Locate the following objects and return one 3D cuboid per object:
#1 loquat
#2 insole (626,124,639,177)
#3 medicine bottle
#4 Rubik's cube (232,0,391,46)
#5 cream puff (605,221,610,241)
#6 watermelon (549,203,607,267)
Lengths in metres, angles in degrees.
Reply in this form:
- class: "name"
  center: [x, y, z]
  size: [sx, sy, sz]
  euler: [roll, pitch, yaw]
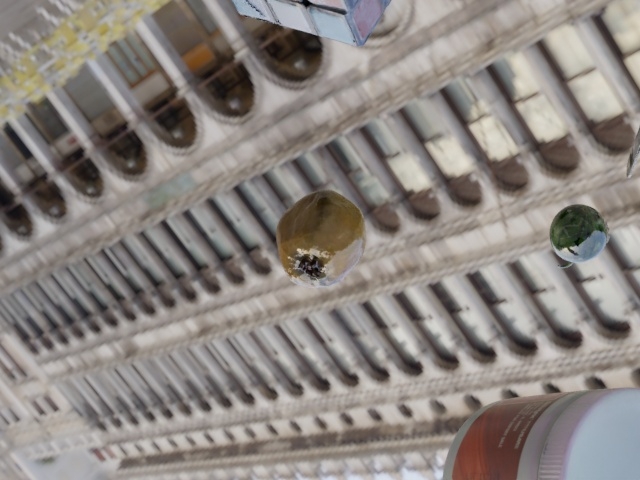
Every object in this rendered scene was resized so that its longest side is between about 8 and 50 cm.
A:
- class: "loquat"
  center: [0.000, 0.000, 2.084]
  size: [0.187, 0.176, 0.234]
  euler: [-47, -157, 34]
- class: "insole"
  center: [0.709, -0.244, 2.241]
  size: [0.011, 0.248, 0.081]
  euler: [10, -141, 5]
- class: "medicine bottle"
  center: [0.314, 0.315, 1.272]
  size: [0.252, 0.252, 0.241]
  euler: [-44, -170, -30]
- class: "Rubik's cube"
  center: [-0.017, -0.660, 2.097]
  size: [0.363, 0.359, 0.362]
  euler: [21, -112, 30]
- class: "cream puff"
  center: [0.573, -0.009, 2.147]
  size: [0.058, 0.083, 0.083]
  euler: [11, -104, 27]
- class: "watermelon"
  center: [0.430, -0.008, 1.701]
  size: [0.109, 0.109, 0.109]
  euler: [-33, -166, 9]
